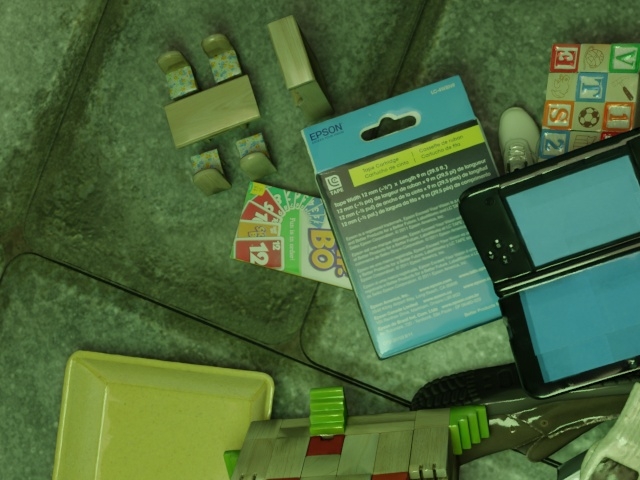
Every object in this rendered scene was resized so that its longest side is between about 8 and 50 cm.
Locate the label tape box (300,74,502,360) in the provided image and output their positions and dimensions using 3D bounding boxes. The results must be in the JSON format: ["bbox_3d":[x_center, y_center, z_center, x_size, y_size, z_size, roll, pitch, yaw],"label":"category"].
[{"bbox_3d":[0.143,-0.030,1.724,0.249,0.115,0.348,-19,80,0],"label":"label tape box"}]

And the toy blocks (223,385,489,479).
[{"bbox_3d":[0.030,0.340,1.565,0.381,0.261,0.191,-6,114,11],"label":"toy blocks"}]

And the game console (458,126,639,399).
[{"bbox_3d":[0.354,0.029,1.525,0.293,0.173,0.250,-20,124,15],"label":"game console"}]

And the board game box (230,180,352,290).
[{"bbox_3d":[0.000,0.000,1.816,0.259,0.039,0.124,14,88,11],"label":"board game box"}]

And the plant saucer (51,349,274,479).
[{"bbox_3d":[-0.237,0.348,1.811,0.332,0.081,0.333,6,87,13],"label":"plant saucer"}]

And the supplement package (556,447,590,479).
[{"bbox_3d":[0.432,0.321,1.568,0.204,0.262,0.145,-32,80,7],"label":"supplement package"}]

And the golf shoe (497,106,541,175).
[{"bbox_3d":[0.294,-0.115,1.734,0.069,0.086,0.176,-10,81,13],"label":"golf shoe"}]

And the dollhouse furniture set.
[{"bbox_3d":[-0.120,-0.218,1.783,0.242,0.161,0.212,-20,73,6],"label":"dollhouse furniture set"}]

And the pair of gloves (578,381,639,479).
[{"bbox_3d":[0.427,0.311,1.414,0.240,0.042,0.204,35,92,12],"label":"pair of gloves"}]

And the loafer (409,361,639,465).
[{"bbox_3d":[0.316,0.237,1.690,0.365,0.134,0.130,-12,113,16],"label":"loafer"}]

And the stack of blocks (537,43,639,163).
[{"bbox_3d":[0.403,-0.124,1.685,0.171,0.087,0.297,5,82,25],"label":"stack of blocks"}]
